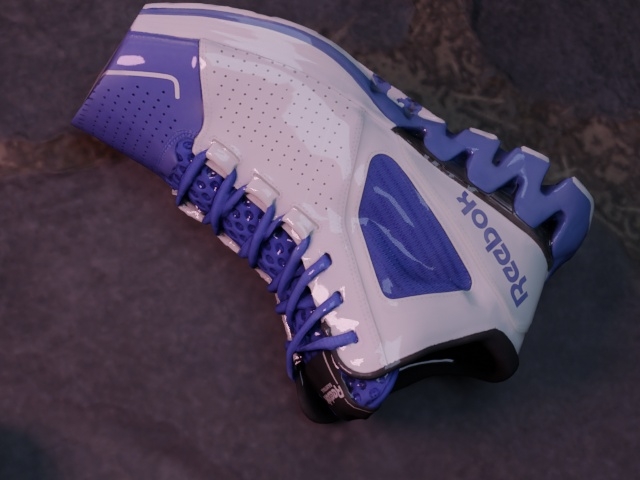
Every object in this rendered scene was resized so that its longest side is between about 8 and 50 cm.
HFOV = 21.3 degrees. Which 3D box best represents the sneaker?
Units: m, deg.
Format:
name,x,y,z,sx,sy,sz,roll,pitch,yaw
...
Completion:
name,x,y,z,sx,sy,sz,roll,pitch,yaw
sneaker,0.001,0.001,0.982,0.315,0.127,0.182,23,62,-10
